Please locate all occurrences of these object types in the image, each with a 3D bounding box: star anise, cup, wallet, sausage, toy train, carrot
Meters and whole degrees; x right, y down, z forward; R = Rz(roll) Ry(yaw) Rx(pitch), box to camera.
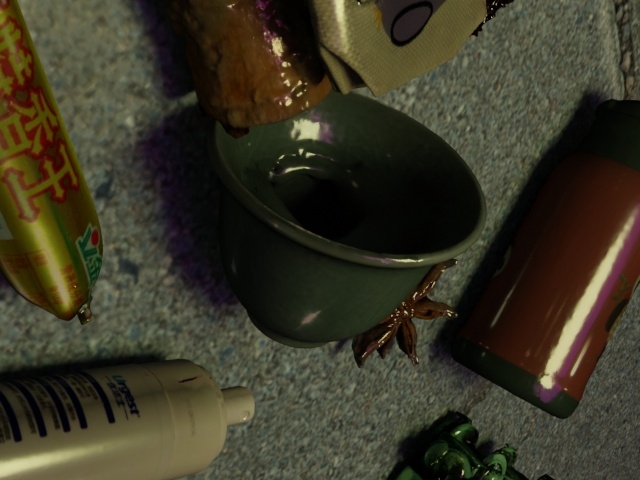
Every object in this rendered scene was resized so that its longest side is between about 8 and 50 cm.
[{"bbox_3d":[0.074,0.058,0.824,0.141,0.042,0.141,-21,126,-32],"label":"star anise"},{"bbox_3d":[0.000,0.000,0.638,0.199,0.199,0.150,-16,141,-39],"label":"cup"},{"bbox_3d":[0.052,-0.253,0.541,0.275,0.068,0.335,-44,134,-44],"label":"wallet"},{"bbox_3d":[-0.184,-0.087,0.457,0.082,0.082,0.372,-35,134,-27],"label":"sausage"},{"bbox_3d":[0.177,0.304,1.022,0.154,0.115,0.269,-52,139,3],"label":"toy train"},{"bbox_3d":[-0.060,-0.198,0.520,0.102,0.102,0.263,-33,128,-28],"label":"carrot"}]

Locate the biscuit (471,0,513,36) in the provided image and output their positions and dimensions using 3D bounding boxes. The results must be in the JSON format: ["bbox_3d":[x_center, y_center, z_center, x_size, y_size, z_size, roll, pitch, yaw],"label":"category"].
[{"bbox_3d":[0.146,-0.217,0.751,0.087,0.027,0.089,-9,117,-41],"label":"biscuit"}]

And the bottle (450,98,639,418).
[{"bbox_3d":[0.274,0.009,0.926,0.144,0.144,0.336,28,90,-49],"label":"bottle"}]

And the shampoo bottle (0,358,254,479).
[{"bbox_3d":[-0.169,0.134,0.588,0.303,0.092,0.092,-1,113,-45],"label":"shampoo bottle"}]
